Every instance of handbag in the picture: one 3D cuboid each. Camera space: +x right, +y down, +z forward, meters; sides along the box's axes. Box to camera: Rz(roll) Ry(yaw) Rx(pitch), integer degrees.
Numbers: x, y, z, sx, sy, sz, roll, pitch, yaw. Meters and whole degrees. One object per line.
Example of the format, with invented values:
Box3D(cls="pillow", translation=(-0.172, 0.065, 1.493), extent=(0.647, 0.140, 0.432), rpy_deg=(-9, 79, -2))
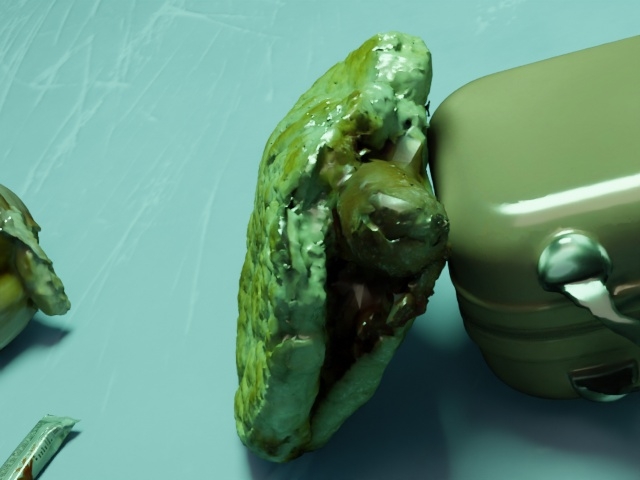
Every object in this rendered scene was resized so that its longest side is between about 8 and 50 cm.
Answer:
Box3D(cls="handbag", translation=(0.215, -0.010, 0.842), extent=(0.301, 0.149, 0.283), rpy_deg=(-12, 31, 13))

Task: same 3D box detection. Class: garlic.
Box3D(cls="garlic", translation=(-0.312, 0.003, 1.133), extent=(0.191, 0.160, 0.214), rpy_deg=(-20, 34, -6))

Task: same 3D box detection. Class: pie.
Box3D(cls="pie", translation=(-0.003, 0.004, 0.898), extent=(0.105, 0.257, 0.274), rpy_deg=(18, 38, -14))

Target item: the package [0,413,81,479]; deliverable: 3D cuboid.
Box3D(cls="package", translation=(-0.203, 0.155, 0.971), extent=(0.037, 0.015, 0.110), rpy_deg=(2, 41, 32))
